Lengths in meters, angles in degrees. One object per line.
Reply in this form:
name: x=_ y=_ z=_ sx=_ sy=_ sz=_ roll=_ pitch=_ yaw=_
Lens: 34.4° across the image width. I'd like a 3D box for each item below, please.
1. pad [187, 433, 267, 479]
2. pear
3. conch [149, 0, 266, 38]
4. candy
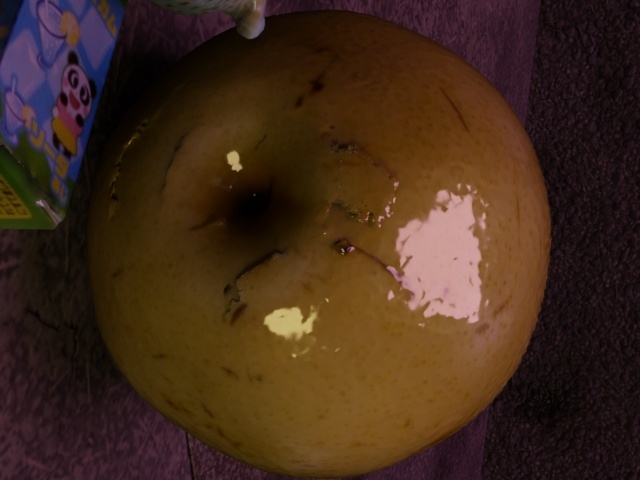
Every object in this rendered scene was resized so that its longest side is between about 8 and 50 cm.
pad: x=-0.092 y=0.190 z=1.048 sx=0.158 sy=0.003 sz=0.235 roll=-51 pitch=144 yaw=-53
pear: x=0.000 y=0.000 z=0.758 sx=0.348 sy=0.348 sz=0.349 roll=9 pitch=90 yaw=-69
conch: x=-0.085 y=-0.194 z=0.611 sx=0.102 sy=0.135 sz=0.153 roll=-16 pitch=138 yaw=-25
candy: x=-0.169 y=-0.112 z=0.595 sx=0.097 sy=0.062 sz=0.195 roll=65 pitch=28 yaw=-54
